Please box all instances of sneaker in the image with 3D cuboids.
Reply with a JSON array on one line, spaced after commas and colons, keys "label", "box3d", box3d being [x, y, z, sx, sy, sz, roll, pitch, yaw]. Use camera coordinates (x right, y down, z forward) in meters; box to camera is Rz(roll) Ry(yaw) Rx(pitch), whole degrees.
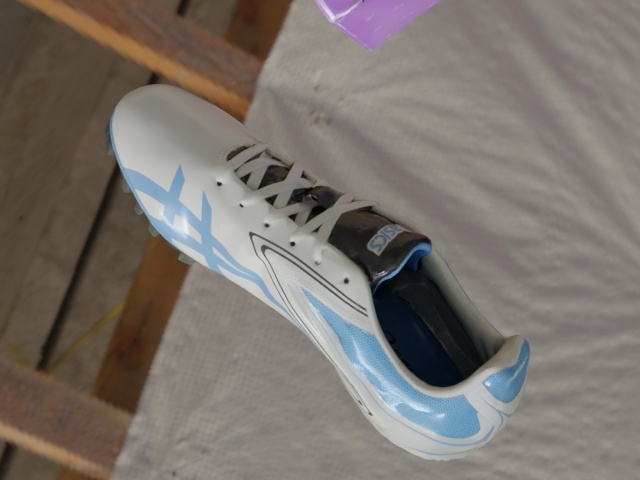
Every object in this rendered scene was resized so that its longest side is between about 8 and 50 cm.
[{"label": "sneaker", "box3d": [0.000, 0.000, 0.657, 0.237, 0.086, 0.085, 41, -137, 11]}]

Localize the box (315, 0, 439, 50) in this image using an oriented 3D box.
[{"label": "box", "box3d": [0.006, -0.223, 0.342, 0.293, 0.201, 0.057, 56, -171, 6]}]
